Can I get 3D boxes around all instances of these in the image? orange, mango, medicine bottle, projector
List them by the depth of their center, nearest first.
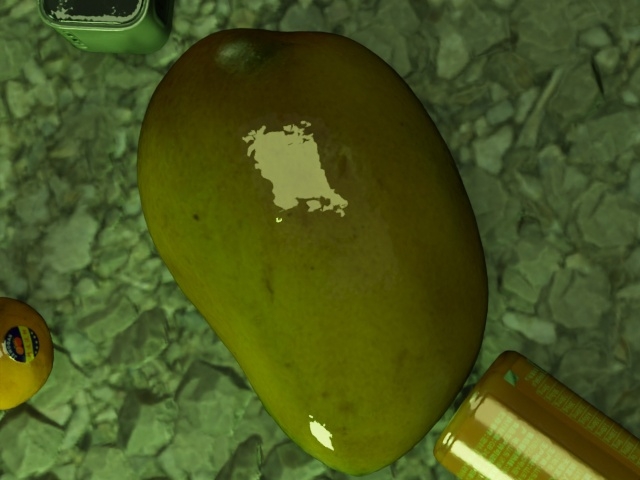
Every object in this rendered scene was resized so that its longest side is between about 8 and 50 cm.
[{"bbox_3d":[0.178,0.165,1.308,0.192,0.096,0.096,35,88,9],"label":"medicine bottle"},{"bbox_3d":[0.000,0.000,1.316,0.211,0.173,0.317,-25,87,4],"label":"mango"},{"bbox_3d":[-0.231,0.081,1.377,0.083,0.083,0.084,-1,83,7],"label":"orange"},{"bbox_3d":[-0.155,-0.185,1.398,0.083,0.082,0.083,4,84,7],"label":"projector"}]
